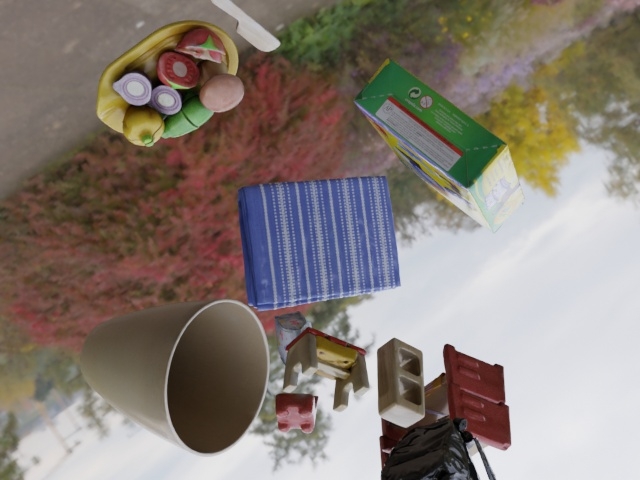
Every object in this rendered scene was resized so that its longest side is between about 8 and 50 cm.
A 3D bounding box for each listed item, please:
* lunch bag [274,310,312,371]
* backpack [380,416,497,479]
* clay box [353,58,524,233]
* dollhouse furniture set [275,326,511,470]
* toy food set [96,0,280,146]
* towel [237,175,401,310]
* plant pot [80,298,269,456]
[{"bbox_3d":[-0.036,0.153,1.278,0.053,0.071,0.083,-10,-166,-10],"label":"lunch bag"},{"bbox_3d":[0.137,0.308,0.944,0.115,0.182,0.152,-18,-171,26],"label":"backpack"},{"bbox_3d":[0.117,-0.075,0.780,0.053,0.127,0.222,-50,160,2],"label":"clay box"},{"bbox_3d":[0.089,0.239,1.307,0.201,0.374,0.152,-46,-152,39],"label":"dollhouse furniture set"},{"bbox_3d":[-0.151,-0.174,0.962,0.218,0.071,0.128,-34,144,12],"label":"toy food set"},{"bbox_3d":[0.000,0.000,1.692,0.336,0.243,0.040,-6,178,-27],"label":"towel"},{"bbox_3d":[-0.272,0.213,1.460,0.274,0.256,0.256,5,-154,35],"label":"plant pot"}]
